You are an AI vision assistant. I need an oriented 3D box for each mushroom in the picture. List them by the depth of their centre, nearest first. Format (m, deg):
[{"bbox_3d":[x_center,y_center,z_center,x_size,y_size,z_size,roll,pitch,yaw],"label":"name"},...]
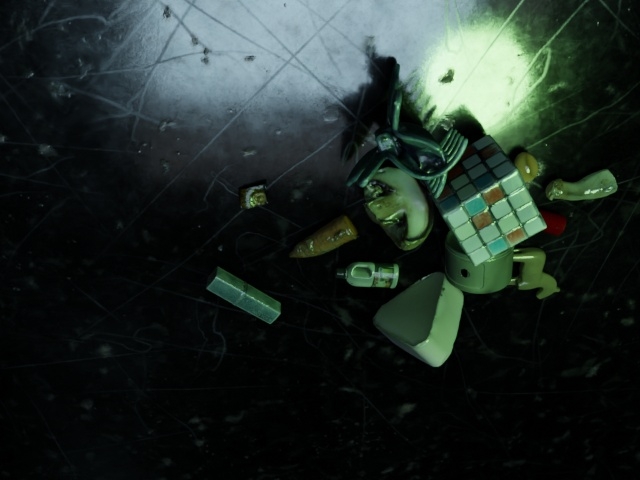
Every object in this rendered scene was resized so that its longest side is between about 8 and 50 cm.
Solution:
[{"bbox_3d":[0.257,-0.106,1.878,0.189,0.164,0.267,-43,81,-5],"label":"mushroom"},{"bbox_3d":[0.865,-0.175,1.919,0.223,0.081,0.092,-9,141,4],"label":"mushroom"}]

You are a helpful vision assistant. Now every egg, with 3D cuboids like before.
[{"bbox_3d":[0.663,-0.239,1.864,0.080,0.080,0.096,-21,124,10],"label":"egg"}]

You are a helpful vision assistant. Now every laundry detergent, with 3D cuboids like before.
[{"bbox_3d":[0.163,0.121,2.066,0.225,0.070,0.099,4,130,-5],"label":"laundry detergent"}]

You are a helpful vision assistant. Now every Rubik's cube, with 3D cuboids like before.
[{"bbox_3d":[0.501,-0.126,1.785,0.253,0.256,0.259,-32,123,15],"label":"Rubik's cube"}]

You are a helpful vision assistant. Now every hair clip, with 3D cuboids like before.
[{"bbox_3d":[0.253,-0.269,1.635,0.238,0.318,0.392,21,107,-5],"label":"hair clip"}]

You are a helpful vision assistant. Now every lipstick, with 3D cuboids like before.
[{"bbox_3d":[0.720,-0.079,1.969,0.241,0.080,0.080,14,120,-11],"label":"lipstick"},{"bbox_3d":[-0.274,0.203,2.085,0.289,0.076,0.077,34,113,-22],"label":"lipstick"}]

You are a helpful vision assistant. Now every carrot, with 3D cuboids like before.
[{"bbox_3d":[0.000,0.000,1.978,0.263,0.102,0.102,-26,120,19],"label":"carrot"}]

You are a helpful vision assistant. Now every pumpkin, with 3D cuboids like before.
[{"bbox_3d":[-0.220,-0.148,1.896,0.101,0.035,0.073,-9,111,6],"label":"pumpkin"}]

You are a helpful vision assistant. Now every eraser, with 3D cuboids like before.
[{"bbox_3d":[0.346,0.296,2.107,0.331,0.331,0.150,-36,119,18],"label":"eraser"}]

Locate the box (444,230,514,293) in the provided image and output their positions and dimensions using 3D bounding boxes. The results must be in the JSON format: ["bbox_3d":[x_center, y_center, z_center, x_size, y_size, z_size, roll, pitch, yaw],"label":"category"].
[{"bbox_3d":[0.537,0.054,1.954,0.226,0.226,0.149,-7,122,1],"label":"box"}]

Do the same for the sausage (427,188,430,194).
[{"bbox_3d":[0.455,-0.227,1.886,0.269,0.033,0.033,-36,117,18],"label":"sausage"}]

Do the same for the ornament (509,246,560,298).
[{"bbox_3d":[0.769,0.126,2.110,0.244,0.061,0.230,-3,124,2],"label":"ornament"}]
